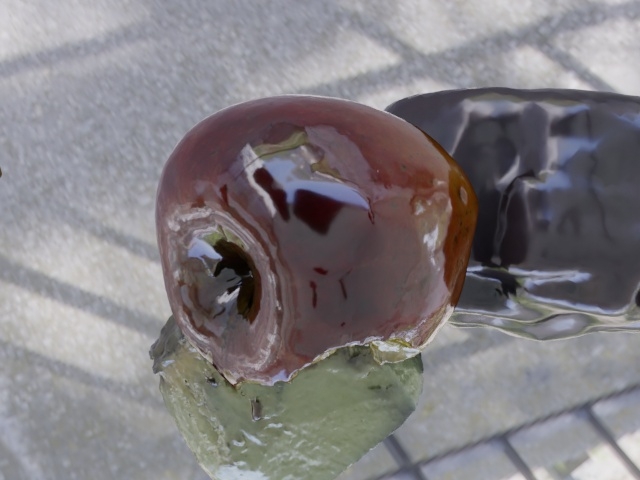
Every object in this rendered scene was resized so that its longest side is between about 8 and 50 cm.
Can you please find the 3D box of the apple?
[{"bbox_3d":[0.003,-0.007,0.783,0.158,0.156,0.147,-22,122,-40],"label":"apple"}]

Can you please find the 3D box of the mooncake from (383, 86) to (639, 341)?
[{"bbox_3d":[0.152,-0.004,0.959,0.283,0.283,0.141,9,81,-31],"label":"mooncake"}]

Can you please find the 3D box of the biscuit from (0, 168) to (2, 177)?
[{"bbox_3d":[-0.193,-0.017,0.672,0.082,0.016,0.092,16,93,-30],"label":"biscuit"}]

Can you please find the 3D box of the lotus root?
[{"bbox_3d":[-0.030,0.089,0.852,0.144,0.070,0.143,31,116,-30],"label":"lotus root"}]
